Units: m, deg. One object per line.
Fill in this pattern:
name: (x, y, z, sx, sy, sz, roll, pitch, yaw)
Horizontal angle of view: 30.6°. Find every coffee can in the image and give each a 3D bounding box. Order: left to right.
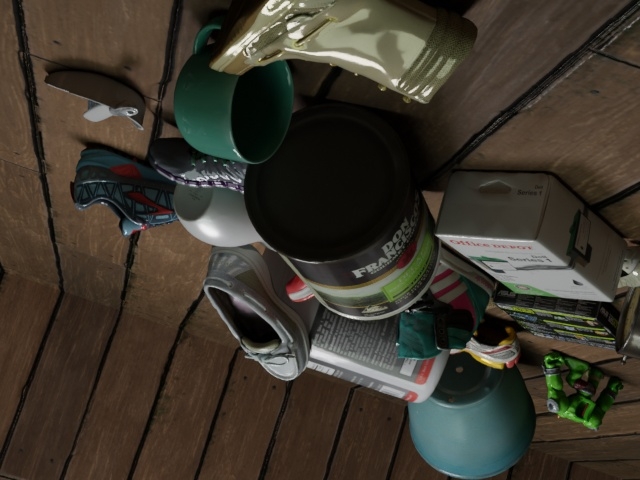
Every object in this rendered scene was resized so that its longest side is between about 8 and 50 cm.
coffee can: (0.037, -0.029, 1.494, 0.201, 0.202, 0.275, 13, 166, 18)

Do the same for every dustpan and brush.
dustpan and brush: (-0.283, -0.184, 1.572, 0.147, 0.060, 0.211, 25, 164, -28)

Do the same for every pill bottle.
pill bottle: (0.048, 0.142, 2.107, 0.362, 0.210, 0.210, 19, 166, -3)

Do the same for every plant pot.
plant pot: (0.300, 0.314, 2.404, 0.271, 0.272, 0.255, 12, 149, 21)

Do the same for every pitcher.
pitcher: (-0.143, -0.056, 1.805, 0.177, 0.126, 0.207, 26, -175, 38)

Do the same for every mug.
mug: (-0.103, -0.171, 1.315, 0.097, 0.158, 0.129, 12, -171, 30)

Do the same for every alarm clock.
alarm clock: (0.457, 0.095, 1.611, 0.064, 0.129, 0.192, 15, 157, 9)

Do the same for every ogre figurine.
ogre figurine: (0.518, 0.306, 2.346, 0.096, 0.118, 0.197, 4, 160, 42)

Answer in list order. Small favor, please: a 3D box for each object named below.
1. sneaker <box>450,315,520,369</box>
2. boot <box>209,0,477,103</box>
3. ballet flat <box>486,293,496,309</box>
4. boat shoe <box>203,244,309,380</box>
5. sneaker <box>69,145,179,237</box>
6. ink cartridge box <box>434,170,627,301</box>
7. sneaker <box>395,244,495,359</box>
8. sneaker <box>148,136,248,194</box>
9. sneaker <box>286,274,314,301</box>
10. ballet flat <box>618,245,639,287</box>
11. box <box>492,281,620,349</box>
sneaker: (0.274, 0.167, 2.229, 0.225, 0.088, 0.093, 13, 145, 16)
boot: (0.014, -0.192, 1.132, 0.203, 0.095, 0.262, 21, 161, -18)
ballet flat: (0.214, 0.097, 2.024, 0.206, 0.067, 0.073, 20, 165, -10)
boat shoe: (-0.110, 0.134, 1.932, 0.118, 0.103, 0.320, 3, 139, 24)
sneaker: (-0.286, -0.055, 1.929, 0.261, 0.125, 0.104, 19, 166, -5)
ink cartridge box: (0.275, -0.004, 1.521, 0.160, 0.093, 0.219, 4, 161, 43)
sneaker: (0.150, 0.099, 1.882, 0.295, 0.179, 0.123, 28, 162, -33)
sneaker: (-0.131, -0.121, 1.647, 0.223, 0.083, 0.098, 14, 145, -3)
sneaker: (0.000, 0.000, 1.800, 0.221, 0.087, 0.128, -34, 96, 36)
ballet flat: (0.416, 0.035, 1.581, 0.052, 0.057, 0.168, 29, 164, -5)
box: (0.411, 0.130, 1.964, 0.190, 0.045, 0.184, 8, 160, 37)
